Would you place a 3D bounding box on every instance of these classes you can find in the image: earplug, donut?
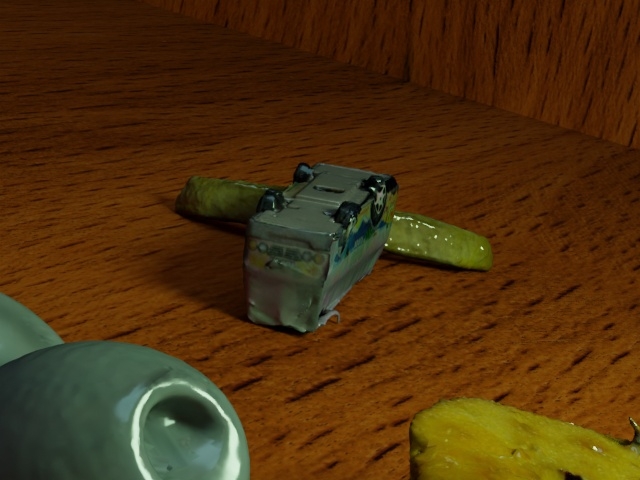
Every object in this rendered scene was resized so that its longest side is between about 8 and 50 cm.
[{"bbox_3d":[-0.189,0.119,0.848,0.325,0.175,0.214,22,32,27],"label":"earplug"},{"bbox_3d":[0.169,0.196,0.923,0.253,0.118,0.253,23,17,-8],"label":"donut"}]

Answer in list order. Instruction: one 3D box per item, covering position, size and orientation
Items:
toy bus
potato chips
[{"bbox_3d":[0.000,0.000,1.479,0.112,0.138,0.317,11,17,13],"label":"toy bus"},{"bbox_3d":[0.024,-0.023,1.677,0.407,0.057,0.080,11,-2,-5],"label":"potato chips"}]
